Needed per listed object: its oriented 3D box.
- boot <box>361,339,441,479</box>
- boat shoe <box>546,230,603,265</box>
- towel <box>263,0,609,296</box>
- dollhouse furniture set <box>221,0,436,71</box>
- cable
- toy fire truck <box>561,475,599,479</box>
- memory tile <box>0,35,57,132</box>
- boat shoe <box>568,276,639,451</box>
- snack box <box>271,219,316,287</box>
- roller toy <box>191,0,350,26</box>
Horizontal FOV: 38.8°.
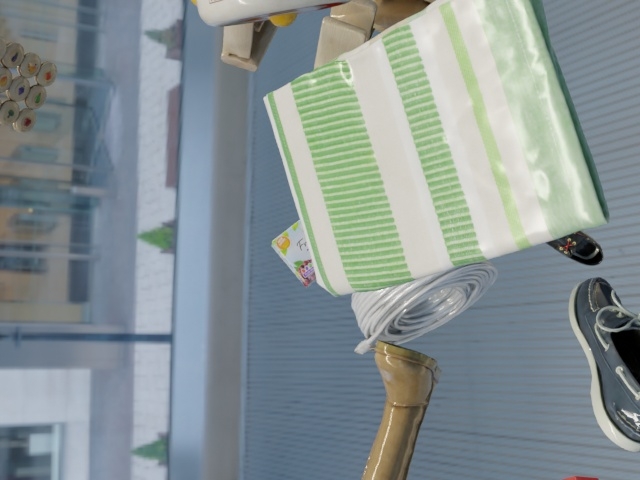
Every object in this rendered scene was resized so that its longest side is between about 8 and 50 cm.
[{"bbox_3d":[0.113,0.310,1.431,0.089,0.236,0.269,13,76,28],"label":"boot"},{"bbox_3d":[0.402,0.002,1.462,0.049,0.133,0.042,-55,27,25],"label":"boat shoe"},{"bbox_3d":[0.093,-0.089,0.877,0.325,0.038,0.247,-20,83,39],"label":"towel"},{"bbox_3d":[0.051,-0.384,1.517,0.256,0.394,0.362,104,-174,-56],"label":"dollhouse furniture set"},{"bbox_3d":[0.180,0.089,1.598,0.089,0.257,0.257,64,156,25],"label":"cable"},{"bbox_3d":[0.395,0.477,1.481,0.192,0.047,0.135,121,151,-49],"label":"toy fire truck"},{"bbox_3d":[-0.429,-0.215,1.256,0.012,0.148,0.113,26,91,24],"label":"memory tile"},{"bbox_3d":[0.356,0.126,1.073,0.079,0.095,0.254,-53,15,35],"label":"boat shoe"},{"bbox_3d":[0.000,0.000,1.583,0.100,0.141,0.037,50,167,9],"label":"snack box"},{"bbox_3d":[-0.057,-0.320,1.047,0.191,0.209,0.146,-101,0,-79],"label":"roller toy"}]
